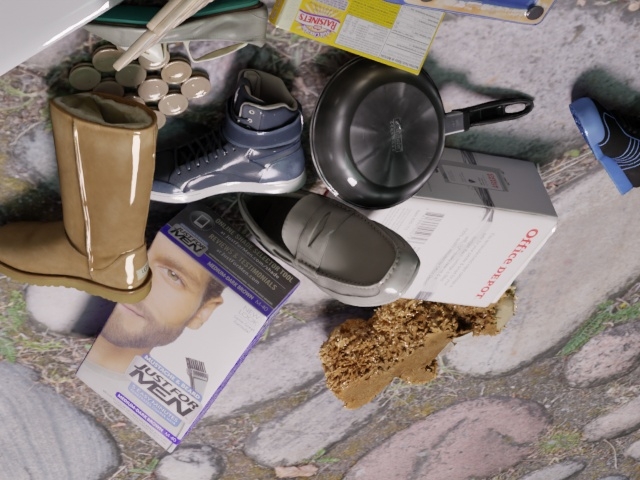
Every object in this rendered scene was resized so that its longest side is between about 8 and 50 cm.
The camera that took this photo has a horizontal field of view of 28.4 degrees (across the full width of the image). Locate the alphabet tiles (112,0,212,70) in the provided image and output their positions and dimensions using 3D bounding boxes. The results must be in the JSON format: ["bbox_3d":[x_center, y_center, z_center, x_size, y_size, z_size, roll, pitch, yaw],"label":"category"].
[{"bbox_3d":[-0.086,-0.270,1.237,0.278,0.284,0.021,-42,99,18],"label":"alphabet tiles"}]

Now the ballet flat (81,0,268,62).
[{"bbox_3d":[-0.161,-0.228,1.403,0.213,0.072,0.068,-7,116,-14],"label":"ballet flat"}]

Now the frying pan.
[{"bbox_3d":[0.133,-0.120,1.591,0.326,0.053,0.197,13,93,-30],"label":"frying pan"}]

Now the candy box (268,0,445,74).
[{"bbox_3d":[0.049,-0.266,1.446,0.206,0.027,0.105,14,111,-33],"label":"candy box"}]

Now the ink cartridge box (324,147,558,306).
[{"bbox_3d":[0.151,-0.021,1.754,0.283,0.117,0.207,7,137,-27],"label":"ink cartridge box"}]

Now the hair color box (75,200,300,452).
[{"bbox_3d":[-0.190,0.124,1.750,0.185,0.110,0.339,38,129,4],"label":"hair color box"}]

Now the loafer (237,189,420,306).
[{"bbox_3d":[0.000,0.000,1.595,0.111,0.319,0.112,37,79,-36],"label":"loafer"}]

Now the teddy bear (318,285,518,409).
[{"bbox_3d":[0.152,0.131,1.981,0.338,0.113,0.245,-37,146,14],"label":"teddy bear"}]

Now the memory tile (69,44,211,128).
[{"bbox_3d":[-0.211,-0.189,1.492,0.113,0.012,0.148,-34,139,22],"label":"memory tile"}]

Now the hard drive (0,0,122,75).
[{"bbox_3d":[-0.266,-0.319,1.200,0.353,0.047,0.233,-28,114,15],"label":"hard drive"}]

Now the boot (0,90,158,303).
[{"bbox_3d":[-0.306,-0.063,1.544,0.236,0.089,0.269,11,131,8],"label":"boot"}]

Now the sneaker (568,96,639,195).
[{"bbox_3d":[0.413,-0.143,1.732,0.090,0.081,0.232,-31,148,15],"label":"sneaker"}]

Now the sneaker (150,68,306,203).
[{"bbox_3d":[-0.129,-0.129,1.541,0.226,0.086,0.163,-6,138,-7],"label":"sneaker"}]

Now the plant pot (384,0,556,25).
[{"bbox_3d":[0.154,-0.353,1.250,0.236,0.212,0.236,4,140,-25],"label":"plant pot"}]
